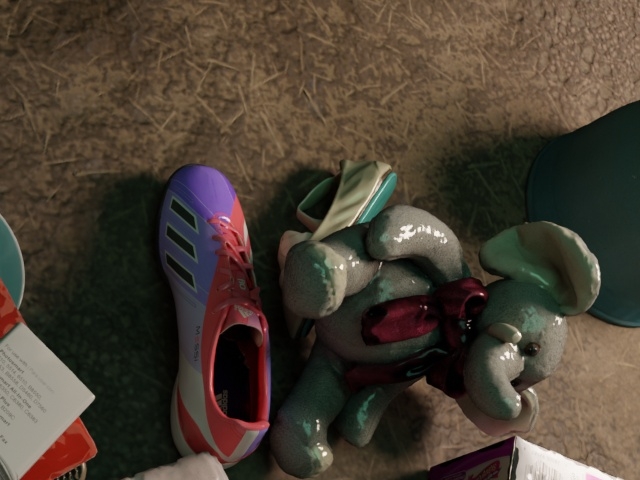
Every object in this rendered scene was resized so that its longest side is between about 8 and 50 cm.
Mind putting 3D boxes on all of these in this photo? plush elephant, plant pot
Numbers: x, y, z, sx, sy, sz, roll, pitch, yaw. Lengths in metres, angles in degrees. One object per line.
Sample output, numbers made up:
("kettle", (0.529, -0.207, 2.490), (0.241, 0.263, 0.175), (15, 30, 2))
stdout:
("plush elephant", (0.126, 0.095, 1.220), (0.255, 0.272, 0.330), (18, 30, 18))
("plant pot", (0.436, -0.063, 1.490), (0.271, 0.255, 0.272), (13, 62, -26))

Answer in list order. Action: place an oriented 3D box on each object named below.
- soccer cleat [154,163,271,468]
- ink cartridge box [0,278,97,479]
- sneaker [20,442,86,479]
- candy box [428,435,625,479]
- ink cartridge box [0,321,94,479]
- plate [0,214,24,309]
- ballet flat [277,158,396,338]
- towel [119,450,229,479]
("soccer cleat", (-0.095, 0.060, 1.205), (0.108, 0.116, 0.318), (7, 65, -28))
("ink cartridge box", (-0.410, 0.131, 0.955), (0.385, 0.091, 0.308), (-29, 84, -22))
("sneaker", (-0.295, 0.219, 1.051), (0.188, 0.071, 0.066), (-8, 77, -15))
("candy box", (0.246, 0.289, 1.278), (0.233, 0.159, 0.071), (23, 60, -19))
("ink cartridge box", (-0.277, 0.172, 0.896), (0.086, 0.148, 0.203), (46, 52, -4))
("plate", (-0.365, 0.028, 1.118), (0.188, 0.024, 0.188), (12, 64, -26))
("ballet flat", (0.000, 0.000, 1.323), (0.086, 0.086, 0.248), (39, 53, -10))
("towel", (-0.174, 0.359, 0.996), (0.331, 0.053, 0.317), (-17, 62, -27))
